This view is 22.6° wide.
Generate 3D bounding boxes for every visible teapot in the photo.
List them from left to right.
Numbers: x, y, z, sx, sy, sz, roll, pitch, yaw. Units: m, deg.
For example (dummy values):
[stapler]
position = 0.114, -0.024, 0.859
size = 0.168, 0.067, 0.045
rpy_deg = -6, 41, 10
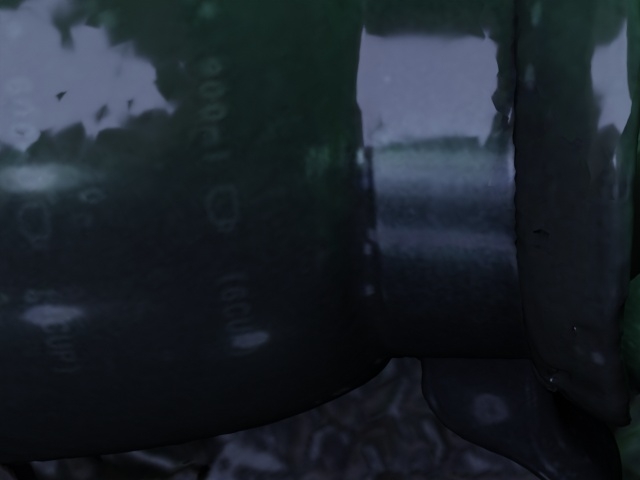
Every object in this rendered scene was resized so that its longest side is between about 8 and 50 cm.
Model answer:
[teapot]
position = -0.006, -0.004, 0.446
size = 0.285, 0.223, 0.305
rpy_deg = 1, 91, 15
